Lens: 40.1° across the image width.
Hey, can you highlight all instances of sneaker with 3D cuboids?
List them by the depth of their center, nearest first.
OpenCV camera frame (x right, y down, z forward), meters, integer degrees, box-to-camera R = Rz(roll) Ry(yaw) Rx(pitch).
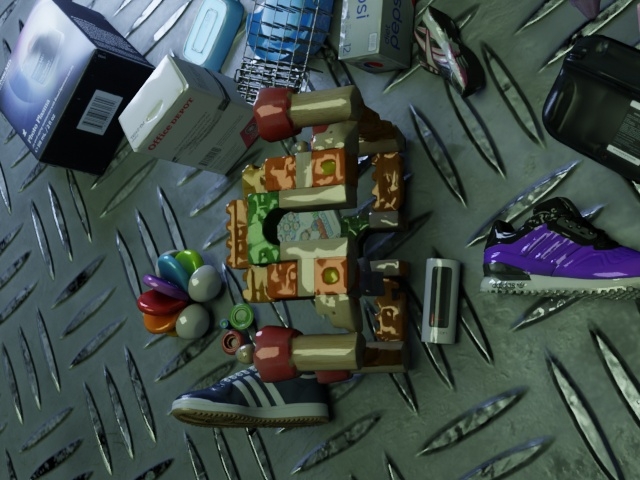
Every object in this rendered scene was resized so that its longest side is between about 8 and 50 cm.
[{"bbox_3d":[0.360,0.007,1.248,0.293,0.102,0.146,-2,81,38],"label":"sneaker"},{"bbox_3d":[0.205,-0.299,1.451,0.077,0.072,0.178,-47,49,38],"label":"sneaker"},{"bbox_3d":[-0.120,0.238,1.498,0.099,0.282,0.153,-35,53,54],"label":"sneaker"}]

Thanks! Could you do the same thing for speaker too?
[{"bbox_3d":[0.192,0.098,1.399,0.055,0.055,0.136,1,84,39],"label":"speaker"}]

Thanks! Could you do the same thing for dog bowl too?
[{"bbox_3d":[-0.046,-0.478,1.665,0.165,0.074,0.297,8,89,39],"label":"dog bowl"}]

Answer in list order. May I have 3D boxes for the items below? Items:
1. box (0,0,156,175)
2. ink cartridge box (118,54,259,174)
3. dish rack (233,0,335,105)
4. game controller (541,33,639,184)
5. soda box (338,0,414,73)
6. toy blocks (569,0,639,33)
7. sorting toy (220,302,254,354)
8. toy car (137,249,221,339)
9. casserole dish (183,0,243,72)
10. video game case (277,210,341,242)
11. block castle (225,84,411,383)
[{"bbox_3d":[-0.571,-0.357,1.999,0.294,0.182,0.296,45,110,35],"label":"box"},{"bbox_3d":[-0.235,-0.234,1.672,0.172,0.237,0.100,-46,58,24],"label":"ink cartridge box"},{"bbox_3d":[-0.055,-0.363,1.552,0.208,0.074,0.272,21,100,47],"label":"dish rack"},{"bbox_3d":[0.460,-0.168,1.232,0.319,0.067,0.167,38,121,36],"label":"game controller"},{"bbox_3d":[0.105,-0.444,1.523,0.091,0.098,0.287,0,83,41],"label":"soda box"},{"bbox_3d":[0.493,-0.300,1.108,0.309,0.288,0.260,10,131,59],"label":"toy blocks"},{"bbox_3d":[-0.158,0.170,1.683,0.061,0.042,0.102,21,84,23],"label":"sorting toy"},{"bbox_3d":[-0.296,0.103,1.734,0.159,0.136,0.182,24,98,39],"label":"toy car"},{"bbox_3d":[-0.230,-0.434,1.829,0.114,0.037,0.188,34,104,36],"label":"casserole dish"},{"bbox_3d":[-0.027,-0.028,1.615,0.143,0.019,0.157,-37,62,29],"label":"video game case"},{"bbox_3d":[0.000,0.000,1.397,0.212,0.303,0.454,-4,80,23],"label":"block castle"}]
